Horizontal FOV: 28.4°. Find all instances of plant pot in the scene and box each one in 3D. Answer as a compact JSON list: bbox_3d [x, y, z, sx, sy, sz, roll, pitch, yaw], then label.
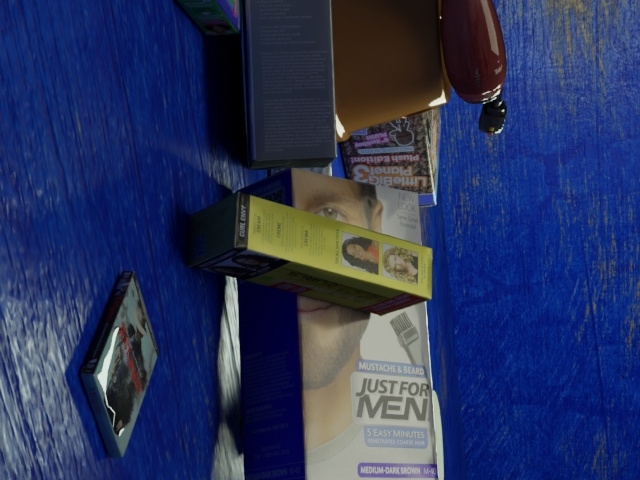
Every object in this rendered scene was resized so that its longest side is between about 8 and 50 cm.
[{"bbox_3d":[0.066,-0.276,1.697,0.291,0.204,0.290,-2,90,-78],"label":"plant pot"}]

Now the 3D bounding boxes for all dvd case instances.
[{"bbox_3d":[-0.151,0.093,0.967,0.119,0.013,0.087,-79,163,-53],"label":"dvd case"}]

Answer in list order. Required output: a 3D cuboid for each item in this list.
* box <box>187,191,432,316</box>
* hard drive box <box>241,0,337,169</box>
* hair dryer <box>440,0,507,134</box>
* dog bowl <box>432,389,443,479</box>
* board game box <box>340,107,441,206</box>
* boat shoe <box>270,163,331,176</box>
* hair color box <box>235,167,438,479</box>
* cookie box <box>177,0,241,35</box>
[{"bbox_3d":[-0.006,0.016,1.209,0.232,0.087,0.058,16,66,-35],"label":"box"},{"bbox_3d":[-0.036,-0.194,1.334,0.181,0.089,0.232,171,-83,-86],"label":"hard drive box"},{"bbox_3d":[0.185,-0.277,1.661,0.293,0.080,0.223,71,3,-72],"label":"hair dryer"},{"bbox_3d":[0.155,0.396,2.250,0.265,0.104,0.264,-3,90,-79],"label":"dog bowl"},{"bbox_3d":[0.110,-0.234,2.075,0.232,0.141,0.291,-81,164,-46],"label":"board game box"},{"bbox_3d":[0.000,0.000,1.589,0.258,0.084,0.095,75,16,-46],"label":"boat shoe"},{"bbox_3d":[0.016,0.108,1.324,0.185,0.110,0.338,9,70,-39],"label":"hair color box"},{"bbox_3d":[-0.107,-0.256,1.212,0.107,0.040,0.091,39,48,-76],"label":"cookie box"}]
